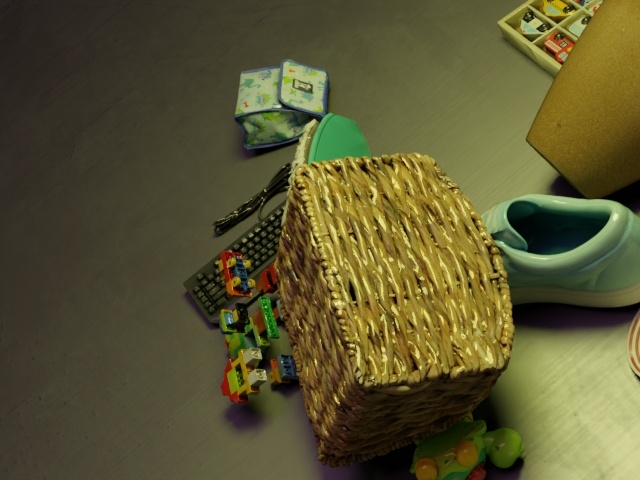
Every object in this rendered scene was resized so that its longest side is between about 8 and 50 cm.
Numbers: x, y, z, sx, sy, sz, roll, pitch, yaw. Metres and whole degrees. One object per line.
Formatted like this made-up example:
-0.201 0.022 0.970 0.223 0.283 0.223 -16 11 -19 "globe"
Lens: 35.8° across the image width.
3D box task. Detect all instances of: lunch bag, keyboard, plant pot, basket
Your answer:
-0.061 -0.232 1.661 0.151 0.096 0.129 -6 46 10 "lunch bag"
-0.081 -0.022 1.527 0.317 0.033 0.201 -39 42 -4 "keyboard"
0.388 -0.179 1.241 0.254 0.237 0.237 -46 41 12 "plant pot"
0.082 0.076 1.145 0.213 0.223 0.299 -7 57 -16 "basket"

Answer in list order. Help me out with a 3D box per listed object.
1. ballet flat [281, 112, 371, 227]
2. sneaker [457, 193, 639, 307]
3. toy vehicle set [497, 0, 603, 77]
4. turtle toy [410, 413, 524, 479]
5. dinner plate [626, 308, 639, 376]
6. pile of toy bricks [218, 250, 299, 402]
0.000 0.000 1.371 0.147 0.147 0.409 -18 50 19 "ballet flat"
0.224 -0.002 1.215 0.366 0.150 0.135 -7 48 33 "sneaker"
0.401 -0.305 1.459 0.166 0.035 0.267 -36 42 0 "toy vehicle set"
0.161 0.239 1.106 0.130 0.066 0.095 -24 18 13 "turtle toy"
0.398 0.097 1.088 0.141 0.017 0.141 -42 26 26 "dinner plate"
-0.099 0.129 1.368 0.105 0.118 0.212 -41 51 38 "pile of toy bricks"
